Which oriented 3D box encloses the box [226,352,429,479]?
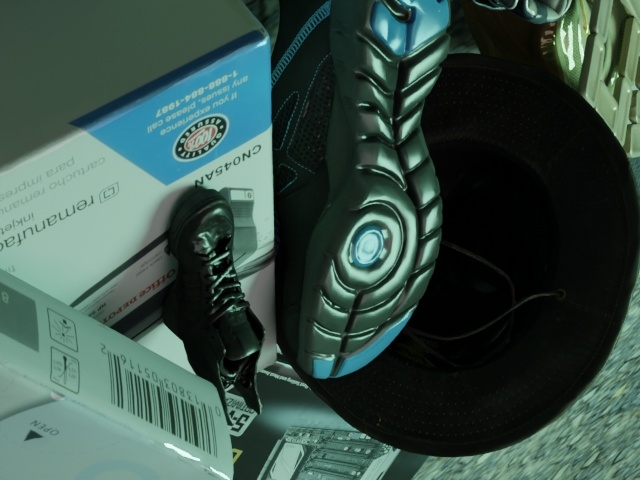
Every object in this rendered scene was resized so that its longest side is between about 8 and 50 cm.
[{"bbox_3d":[-0.060,0.202,1.761,0.307,0.076,0.242,22,113,-36],"label":"box"}]

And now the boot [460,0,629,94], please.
[{"bbox_3d":[0.204,-0.213,1.616,0.203,0.095,0.262,-43,125,-57],"label":"boot"}]

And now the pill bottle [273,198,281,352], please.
[{"bbox_3d":[0.000,0.000,1.638,0.193,0.108,0.108,-41,150,-6],"label":"pill bottle"}]

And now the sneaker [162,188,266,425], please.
[{"bbox_3d":[-0.069,0.048,1.304,0.051,0.089,0.170,-24,145,-31],"label":"sneaker"}]

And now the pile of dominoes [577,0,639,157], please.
[{"bbox_3d":[0.260,-0.200,1.614,0.196,0.040,0.251,42,56,-58],"label":"pile of dominoes"}]

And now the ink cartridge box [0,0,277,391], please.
[{"bbox_3d":[-0.189,-0.003,1.354,0.285,0.166,0.395,-29,148,-21],"label":"ink cartridge box"}]

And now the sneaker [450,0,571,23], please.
[{"bbox_3d":[0.101,-0.193,1.466,0.086,0.163,0.226,-1,131,-51],"label":"sneaker"}]

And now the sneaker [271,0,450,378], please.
[{"bbox_3d":[0.016,-0.063,1.450,0.125,0.139,0.341,-3,107,-42],"label":"sneaker"}]

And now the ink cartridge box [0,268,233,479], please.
[{"bbox_3d":[-0.302,0.162,1.248,0.385,0.091,0.308,-33,138,23],"label":"ink cartridge box"}]

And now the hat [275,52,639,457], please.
[{"bbox_3d":[0.122,0.017,1.544,0.331,0.331,0.134,-46,162,5],"label":"hat"}]

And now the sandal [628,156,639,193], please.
[{"bbox_3d":[0.351,-0.083,2.017,0.254,0.054,0.097,15,110,-45],"label":"sandal"}]
